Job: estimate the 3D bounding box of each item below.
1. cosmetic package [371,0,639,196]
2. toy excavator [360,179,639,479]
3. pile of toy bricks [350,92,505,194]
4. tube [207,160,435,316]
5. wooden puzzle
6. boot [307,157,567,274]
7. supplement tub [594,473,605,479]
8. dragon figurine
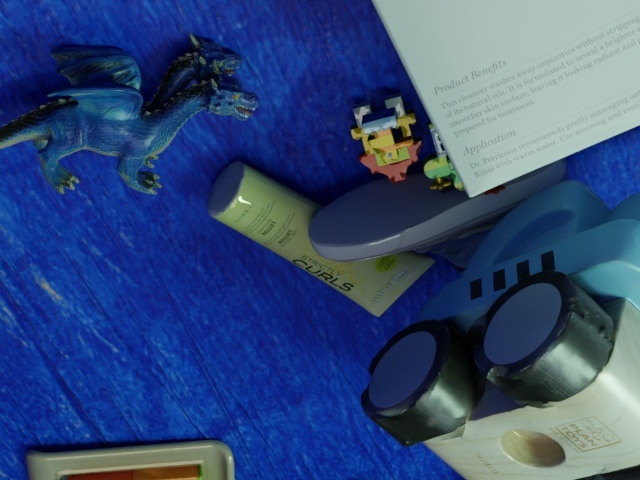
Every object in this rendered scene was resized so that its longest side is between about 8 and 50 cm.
[{"bbox_3d":[0.127,-0.255,1.057,0.217,0.156,0.385,-22,108,13],"label":"cosmetic package"},{"bbox_3d":[0.286,0.002,1.242,0.222,0.445,0.433,40,139,-24],"label":"toy excavator"},{"bbox_3d":[0.137,-0.090,1.270,0.212,0.118,0.105,-15,109,9],"label":"pile of toy bricks"},{"bbox_3d":[0.000,0.000,1.383,0.240,0.062,0.070,30,160,-30],"label":"tube"},{"bbox_3d":[-0.220,0.326,1.637,0.239,0.044,0.221,-1,129,-3],"label":"wooden puzzle"},{"bbox_3d":[0.123,-0.005,1.351,0.258,0.095,0.123,-17,130,0],"label":"boot"},{"bbox_3d":[0.297,0.145,1.431,0.272,0.191,0.191,-26,126,16],"label":"supplement tub"},{"bbox_3d":[-0.205,-0.122,1.248,0.289,0.085,0.144,4,126,-13],"label":"dragon figurine"}]
